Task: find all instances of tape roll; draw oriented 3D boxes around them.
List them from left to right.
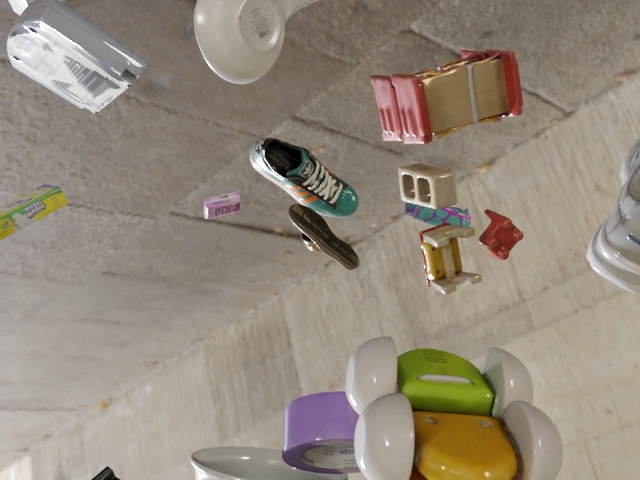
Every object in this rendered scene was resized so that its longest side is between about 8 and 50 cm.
[{"bbox_3d":[0.030,0.321,1.319,0.188,0.080,0.189,-1,147,0],"label":"tape roll"}]

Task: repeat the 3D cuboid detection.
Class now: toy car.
[{"bbox_3d":[0.100,0.169,0.666,0.159,0.182,0.136,6,116,-7],"label":"toy car"}]

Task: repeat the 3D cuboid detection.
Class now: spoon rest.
[{"bbox_3d":[-0.060,-0.306,1.063,0.276,0.137,0.084,-36,-153,-33],"label":"spoon rest"}]

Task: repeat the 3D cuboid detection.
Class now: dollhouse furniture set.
[{"bbox_3d":[0.232,-0.123,1.365,0.201,0.374,0.152,-17,-163,-20],"label":"dollhouse furniture set"}]

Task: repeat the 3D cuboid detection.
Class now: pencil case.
[{"bbox_3d":[0.267,-0.062,1.794,0.151,0.065,0.070,19,147,-24],"label":"pencil case"}]

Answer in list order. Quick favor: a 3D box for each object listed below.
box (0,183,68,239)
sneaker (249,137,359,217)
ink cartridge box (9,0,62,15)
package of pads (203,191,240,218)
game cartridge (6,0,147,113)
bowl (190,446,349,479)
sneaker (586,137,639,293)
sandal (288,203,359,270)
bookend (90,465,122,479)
[{"bbox_3d":[-0.585,-0.048,1.526,0.179,0.043,0.105,-37,-155,-27],"label":"box"},{"bbox_3d":[-0.032,-0.151,1.938,0.302,0.108,0.121,29,169,-9],"label":"sneaker"},{"bbox_3d":[-0.599,-0.558,1.650,0.072,0.127,0.175,29,158,12],"label":"ink cartridge box"},{"bbox_3d":[-0.222,-0.079,1.787,0.083,0.032,0.050,-14,153,-18],"label":"package of pads"},{"bbox_3d":[-0.421,-0.306,1.336,0.198,0.062,0.297,36,161,-23],"label":"game cartridge"},{"bbox_3d":[-0.102,0.479,1.470,0.297,0.134,0.298,8,175,1],"label":"bowl"},{"bbox_3d":[0.374,-0.062,0.825,0.281,0.105,0.115,-51,169,-41],"label":"sneaker"},{"bbox_3d":[0.000,0.000,1.919,0.060,0.219,0.090,-50,177,32],"label":"sandal"},{"bbox_3d":[-0.244,0.410,1.069,0.072,0.157,0.156,-38,133,-41],"label":"bookend"}]
